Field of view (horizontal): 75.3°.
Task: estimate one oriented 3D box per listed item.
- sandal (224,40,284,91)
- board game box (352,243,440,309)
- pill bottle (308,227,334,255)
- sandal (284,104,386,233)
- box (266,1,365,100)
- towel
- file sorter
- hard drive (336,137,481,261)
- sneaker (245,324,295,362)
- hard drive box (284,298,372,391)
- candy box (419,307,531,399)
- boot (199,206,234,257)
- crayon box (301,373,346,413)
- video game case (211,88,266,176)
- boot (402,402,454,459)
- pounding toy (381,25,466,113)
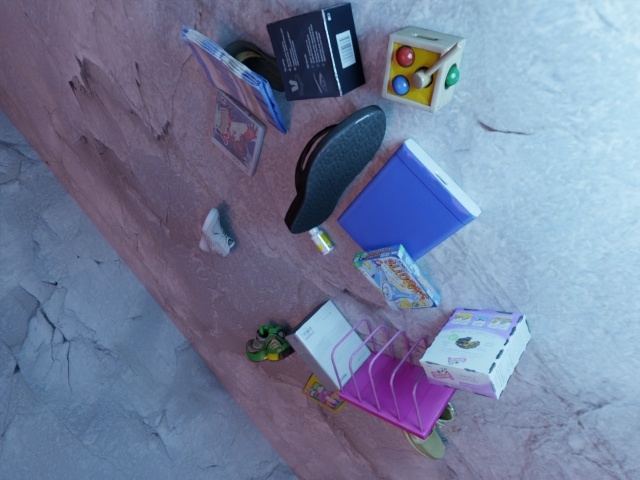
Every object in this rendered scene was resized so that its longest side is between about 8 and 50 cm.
[{"bbox_3d":[-0.165,-0.417,1.009,0.219,0.060,0.090,35,141,20],"label":"sandal"},{"bbox_3d":[0.191,0.097,1.035,0.136,0.035,0.201,-15,127,43],"label":"board game box"},{"bbox_3d":[0.000,0.000,1.208,0.083,0.043,0.043,54,144,-4],"label":"pill bottle"},{"bbox_3d":[-0.001,-0.164,0.980,0.107,0.167,0.446,61,147,17],"label":"sandal"},{"bbox_3d":[-0.008,-0.379,0.846,0.158,0.093,0.156,12,129,40],"label":"box"},{"bbox_3d":[-0.210,-0.388,1.026,0.285,0.034,0.209,39,172,18],"label":"towel"},{"bbox_3d":[0.202,0.367,1.178,0.290,0.202,0.182,9,126,43],"label":"file sorter"},{"bbox_3d":[0.183,-0.056,0.965,0.210,0.040,0.319,47,144,5],"label":"hard drive"},{"bbox_3d":[-0.225,0.427,1.775,0.343,0.134,0.146,-25,85,51],"label":"sneaker"},{"bbox_3d":[0.028,0.344,1.361,0.232,0.181,0.089,52,144,0],"label":"hard drive box"},{"bbox_3d":[0.343,0.240,0.919,0.165,0.196,0.070,-3,118,49],"label":"candy box"},{"bbox_3d":[-0.376,-0.022,1.557,0.123,0.095,0.258,25,148,-6],"label":"boot"},{"bbox_3d":[0.040,0.547,1.579,0.165,0.081,0.278,29,141,7],"label":"crayon box"},{"bbox_3d":[-0.247,-0.311,1.221,0.183,0.023,0.201,43,143,11],"label":"video game case"},{"bbox_3d":[0.347,0.576,1.299,0.262,0.095,0.203,54,143,2],"label":"boot"},{"bbox_3d":[0.181,-0.295,0.710,0.141,0.100,0.130,29,139,27],"label":"pounding toy"}]
